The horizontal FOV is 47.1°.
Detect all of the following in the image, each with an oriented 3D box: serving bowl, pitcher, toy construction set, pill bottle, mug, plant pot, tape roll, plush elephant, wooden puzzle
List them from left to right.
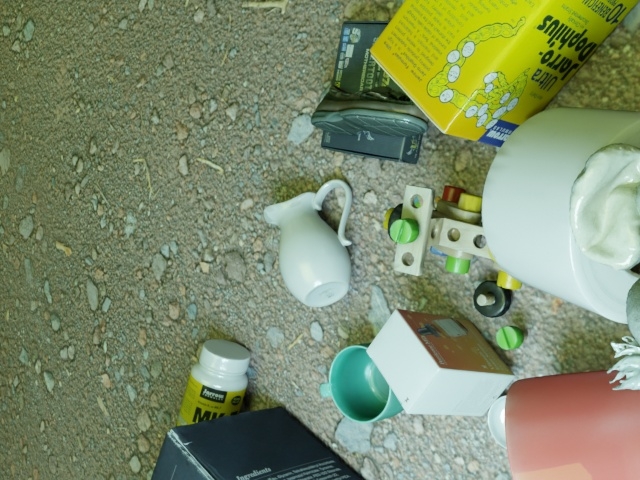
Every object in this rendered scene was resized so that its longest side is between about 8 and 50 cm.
[{"bbox_3d":[-0.216,0.315,1.491,0.119,0.119,0.208,26,106,39],"label":"pill bottle"},{"bbox_3d":[0.000,0.000,1.328,0.178,0.125,0.207,-33,55,19],"label":"pitcher"},{"bbox_3d":[0.084,0.233,1.248,0.158,0.097,0.129,23,104,40],"label":"mug"},{"bbox_3d":[0.171,-0.053,1.245,0.083,0.006,0.049,-36,66,34],"label":"wooden puzzle"},{"bbox_3d":[0.236,-0.036,1.035,0.257,0.237,0.308,47,117,32],"label":"toy construction set"},{"bbox_3d":[0.296,0.274,1.109,0.083,0.027,0.083,-2,86,40],"label":"serving bowl"},{"bbox_3d":[0.346,-0.038,0.901,0.169,0.246,0.246,-151,71,-65],"label":"tape roll"},{"bbox_3d":[0.390,0.270,0.891,0.243,0.275,0.274,-22,74,27],"label":"plant pot"},{"bbox_3d":[0.396,0.019,0.711,0.330,0.272,0.255,156,111,-67],"label":"plush elephant"}]

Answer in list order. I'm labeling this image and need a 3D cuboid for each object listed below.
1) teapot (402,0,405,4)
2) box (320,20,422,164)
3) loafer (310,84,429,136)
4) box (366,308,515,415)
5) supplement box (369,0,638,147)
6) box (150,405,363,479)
[{"bbox_3d":[0.162,-0.489,1.141,0.256,0.187,0.252,-37,72,2],"label":"teapot"},{"bbox_3d":[0.102,-0.259,1.277,0.184,0.059,0.232,17,100,39],"label":"box"},{"bbox_3d":[0.077,-0.219,1.180,0.268,0.096,0.084,12,83,55],"label":"loafer"},{"bbox_3d":[0.180,0.185,1.103,0.091,0.171,0.130,-58,42,23],"label":"box"},{"bbox_3d":[0.278,-0.332,1.039,0.356,0.194,0.195,-52,57,27],"label":"supplement box"},{"bbox_3d":[-0.093,0.628,1.255,0.472,0.298,0.479,33,110,35],"label":"box"}]
